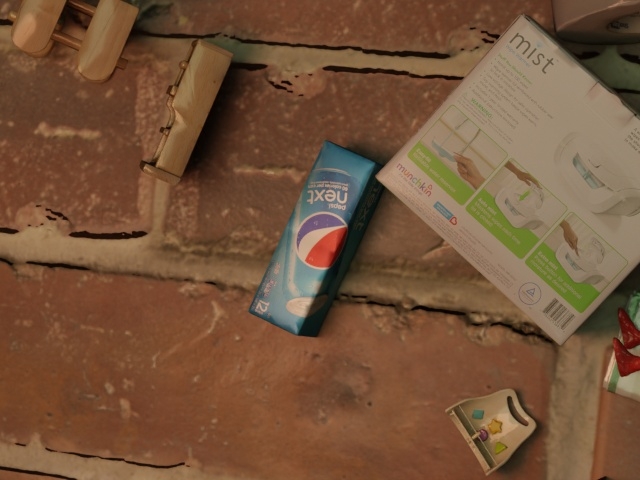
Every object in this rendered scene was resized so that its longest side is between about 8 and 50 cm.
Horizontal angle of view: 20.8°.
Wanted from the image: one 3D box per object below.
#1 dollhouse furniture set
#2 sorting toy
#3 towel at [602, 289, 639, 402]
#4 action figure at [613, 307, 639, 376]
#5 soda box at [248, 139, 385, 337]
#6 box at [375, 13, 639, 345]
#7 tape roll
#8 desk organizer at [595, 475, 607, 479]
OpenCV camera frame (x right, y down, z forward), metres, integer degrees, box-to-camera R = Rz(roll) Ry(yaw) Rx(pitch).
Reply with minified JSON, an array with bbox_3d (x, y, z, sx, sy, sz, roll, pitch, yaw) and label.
[{"bbox_3d":[-0.243,-0.183,1.950,0.242,0.212,0.161,23,91,-9],"label":"dollhouse furniture set"},{"bbox_3d":[0.189,0.199,1.871,0.075,0.045,0.083,-33,76,5],"label":"sorting toy"},{"bbox_3d":[0.384,0.126,1.827,0.152,0.023,0.113,17,93,16],"label":"towel"},{"bbox_3d":[0.428,0.054,1.729,0.280,0.091,0.139,-7,120,19],"label":"action figure"},{"bbox_3d":[0.000,0.000,1.927,0.067,0.071,0.210,25,93,18],"label":"soda box"},{"bbox_3d":[0.234,-0.065,1.808,0.262,0.127,0.231,42,100,7],"label":"box"},{"bbox_3d":[0.343,-0.257,1.765,0.219,0.219,0.072,-7,85,17],"label":"tape roll"},{"bbox_3d":[0.250,0.299,1.839,0.130,0.047,0.050,-26,81,14],"label":"desk organizer"}]
